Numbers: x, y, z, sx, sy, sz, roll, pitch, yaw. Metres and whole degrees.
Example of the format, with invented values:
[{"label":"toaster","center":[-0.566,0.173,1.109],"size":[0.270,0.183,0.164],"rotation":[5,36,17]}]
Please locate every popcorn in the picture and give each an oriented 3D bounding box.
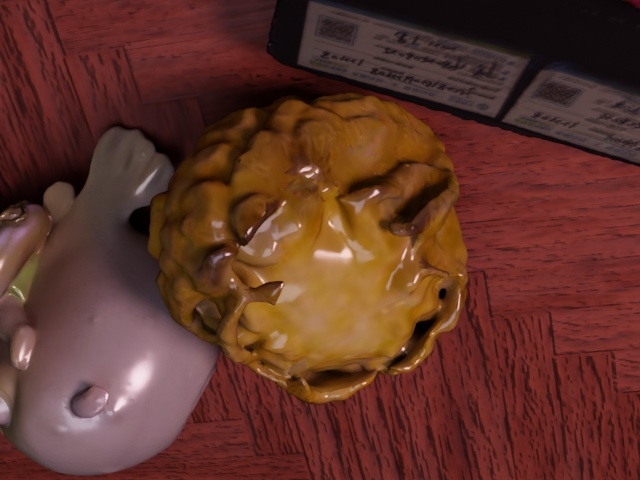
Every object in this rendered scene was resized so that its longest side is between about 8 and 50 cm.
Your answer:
[{"label":"popcorn","center":[0.000,0.000,0.858],"size":[0.250,0.190,0.250],"rotation":[-16,121,-28]}]

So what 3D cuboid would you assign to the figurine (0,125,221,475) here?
[{"label":"figurine","center":[-0.251,0.005,0.939],"size":[0.394,0.226,0.274],"rotation":[33,92,-2]}]

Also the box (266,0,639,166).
[{"label":"box","center":[0.144,-0.142,0.767],"size":[0.350,0.058,0.211],"rotation":[15,159,-4]}]

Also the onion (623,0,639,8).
[{"label":"onion","center":[0.242,-0.250,0.619],"size":[0.247,0.111,0.250],"rotation":[-6,89,-3]}]
